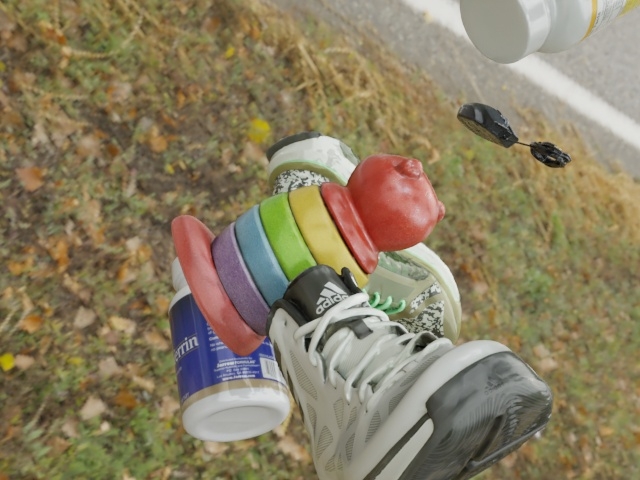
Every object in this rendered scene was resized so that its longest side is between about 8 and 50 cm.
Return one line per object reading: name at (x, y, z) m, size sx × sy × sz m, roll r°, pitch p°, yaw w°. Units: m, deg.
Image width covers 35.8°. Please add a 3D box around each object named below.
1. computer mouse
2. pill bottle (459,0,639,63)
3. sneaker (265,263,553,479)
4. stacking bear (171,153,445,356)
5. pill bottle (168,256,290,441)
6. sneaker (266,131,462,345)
computer mouse at (0.268, -0.150, 1.364) m, size 0.071 × 0.041 × 0.242 m, roll 36°, pitch 1°, yaw -35°
pill bottle at (0.237, -0.250, 0.946) m, size 0.208 × 0.117 × 0.117 m, roll -33°, pitch 97°, yaw -25°
sneaker at (0.034, 0.122, 0.895) m, size 0.169 × 0.447 × 0.257 m, roll -26°, pitch 73°, yaw -18°
stacking bear at (0.000, 0.000, 1.140) m, size 0.175 × 0.289 × 0.164 m, roll 55°, pitch 10°, yaw -38°
pill bottle at (-0.139, 0.143, 1.434) m, size 0.153 × 0.153 × 0.264 m, roll 25°, pitch 42°, yaw -45°
sneaker at (0.044, 0.053, 1.356) m, size 0.410 × 0.158 × 0.182 m, roll 48°, pitch 46°, yaw -27°
